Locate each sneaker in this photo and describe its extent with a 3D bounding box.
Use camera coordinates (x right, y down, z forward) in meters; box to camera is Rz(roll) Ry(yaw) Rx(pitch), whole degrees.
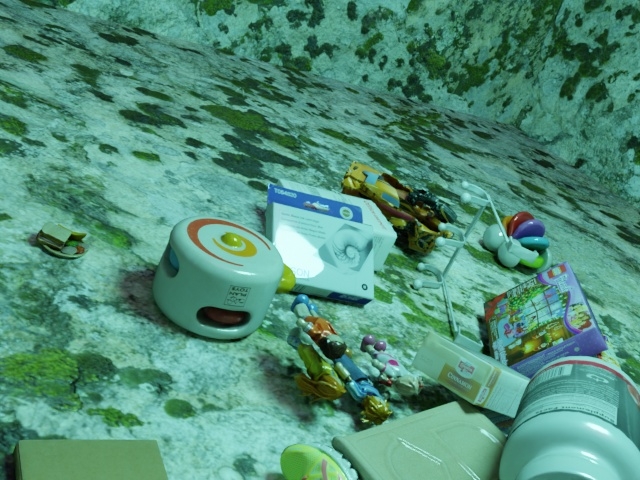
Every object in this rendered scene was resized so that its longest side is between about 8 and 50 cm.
[{"bbox_3d":[0.008,0.321,0.898,0.094,0.081,0.208,-12,37,-38],"label":"sneaker"}]

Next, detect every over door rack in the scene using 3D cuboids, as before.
[{"bbox_3d":[0.297,0.037,1.572,0.108,0.239,0.324,19,23,-16],"label":"over door rack"}]

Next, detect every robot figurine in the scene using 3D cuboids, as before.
[{"bbox_3d":[0.180,-0.068,1.798,0.291,0.211,0.085,29,64,6],"label":"robot figurine"}]

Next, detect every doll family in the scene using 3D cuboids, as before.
[{"bbox_3d":[0.041,0.206,1.167,0.263,0.118,0.163,31,10,-33],"label":"doll family"}]

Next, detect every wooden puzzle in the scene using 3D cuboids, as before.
[{"bbox_3d":[0.209,0.361,0.999,0.348,0.080,0.322,3,32,-48],"label":"wooden puzzle"}]

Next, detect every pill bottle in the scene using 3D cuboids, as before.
[{"bbox_3d":[0.327,0.280,0.972,0.176,0.176,0.318,30,21,14],"label":"pill bottle"}]

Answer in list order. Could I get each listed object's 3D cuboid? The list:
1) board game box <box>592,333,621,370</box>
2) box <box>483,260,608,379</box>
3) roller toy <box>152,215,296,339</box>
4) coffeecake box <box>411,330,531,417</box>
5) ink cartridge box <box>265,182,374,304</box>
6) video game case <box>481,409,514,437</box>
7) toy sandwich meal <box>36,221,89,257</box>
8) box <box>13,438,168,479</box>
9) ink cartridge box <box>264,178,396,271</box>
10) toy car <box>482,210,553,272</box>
[{"bbox_3d":[0.482,0.267,1.368,0.045,0.146,0.193,24,23,0],"label":"board game box"},{"bbox_3d":[0.426,0.162,1.481,0.057,0.201,0.293,56,18,-14],"label":"box"},{"bbox_3d":[-0.161,0.053,1.226,0.209,0.146,0.191,30,24,13],"label":"roller toy"},{"bbox_3d":[0.264,0.226,1.246,0.185,0.068,0.142,26,1,-40],"label":"coffeecake box"},{"bbox_3d":[0.000,0.000,1.473,0.223,0.045,0.224,12,61,-24],"label":"ink cartridge box"},{"bbox_3d":[0.300,0.330,1.224,0.157,0.019,0.143,1,32,-42],"label":"video game case"},{"bbox_3d":[-0.421,-0.002,1.249,0.086,0.029,0.085,20,23,-9],"label":"toy sandwich meal"},{"bbox_3d":[-0.232,0.290,0.808,0.164,0.021,0.201,9,27,-31],"label":"box"},{"bbox_3d":[0.021,-0.032,1.639,0.237,0.100,0.172,12,26,-25],"label":"ink cartridge box"},{"bbox_3d":[0.538,-0.004,2.016,0.159,0.136,0.182,12,26,-26],"label":"toy car"}]
